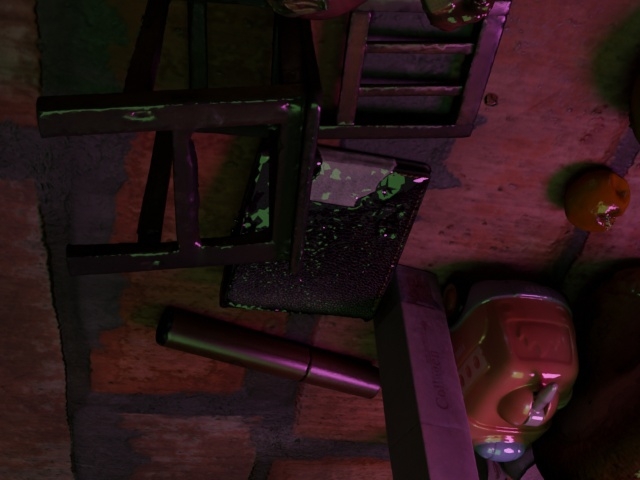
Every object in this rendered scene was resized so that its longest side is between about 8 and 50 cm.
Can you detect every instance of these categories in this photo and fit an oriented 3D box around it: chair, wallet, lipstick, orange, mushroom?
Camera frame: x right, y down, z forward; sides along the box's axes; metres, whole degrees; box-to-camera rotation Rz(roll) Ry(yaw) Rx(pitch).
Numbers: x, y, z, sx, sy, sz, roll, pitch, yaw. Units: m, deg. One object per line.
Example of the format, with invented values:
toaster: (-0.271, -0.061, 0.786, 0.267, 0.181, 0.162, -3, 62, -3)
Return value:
chair: (-0.019, -0.110, 0.733, 0.416, 0.240, 0.203, 1, 134, -6)
wallet: (0.000, 0.000, 0.981, 0.221, 0.071, 0.262, 9, 128, -14)
lipstick: (-0.070, 0.173, 1.162, 0.357, 0.057, 0.057, 18, 132, -24)
orange: (0.344, -0.045, 0.967, 0.086, 0.062, 0.086, -1, 135, -1)
mushroom: (0.436, 0.232, 1.080, 0.239, 0.345, 0.345, 28, 142, 23)
lipstick: (0.128, 0.197, 0.975, 0.076, 0.371, 0.080, 17, 132, -21)

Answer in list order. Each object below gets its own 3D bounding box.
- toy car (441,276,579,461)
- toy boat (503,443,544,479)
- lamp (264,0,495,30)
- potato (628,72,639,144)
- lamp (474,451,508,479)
toy car: (0.253, 0.191, 1.098, 0.181, 0.212, 0.270, 8, 135, -14)
toy boat: (0.433, 0.359, 1.407, 0.227, 0.085, 0.155, -36, 138, 14)
lamp: (0.022, -0.252, 0.635, 0.223, 0.151, 0.215, -15, 111, 22)
potato: (0.403, -0.153, 0.813, 0.137, 0.137, 0.176, 5, 134, -11)
lamp: (0.246, 0.420, 1.402, 0.215, 0.121, 0.121, 18, 134, -42)
